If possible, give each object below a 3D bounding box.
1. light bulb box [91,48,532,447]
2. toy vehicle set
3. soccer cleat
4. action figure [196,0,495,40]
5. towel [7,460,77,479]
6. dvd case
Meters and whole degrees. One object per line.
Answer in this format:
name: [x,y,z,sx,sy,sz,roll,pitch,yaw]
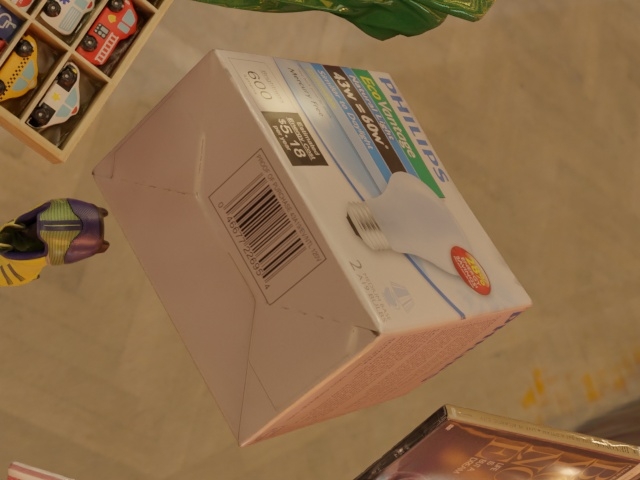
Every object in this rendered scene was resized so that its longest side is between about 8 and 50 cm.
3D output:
light bulb box: [0.000,0.000,1.382,0.361,0.225,0.358,-6,61,-57]
toy vehicle set: [-0.241,-0.228,1.151,0.166,0.035,0.267,37,72,-22]
soccer cleat: [-0.386,0.000,1.576,0.121,0.289,0.093,3,78,-41]
action figure: [-0.035,-0.155,0.623,0.232,0.137,0.063,9,77,-25]
towel: [-0.258,0.313,1.242,0.144,0.197,0.029,17,31,1]
dvd case: [0.142,0.198,0.995,0.221,0.164,0.018,16,46,-30]
